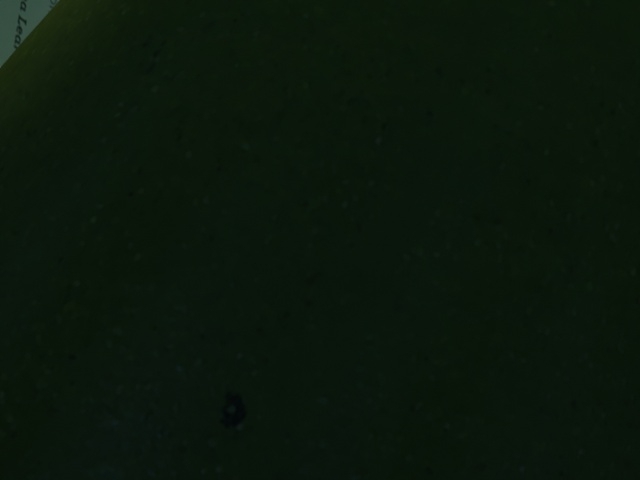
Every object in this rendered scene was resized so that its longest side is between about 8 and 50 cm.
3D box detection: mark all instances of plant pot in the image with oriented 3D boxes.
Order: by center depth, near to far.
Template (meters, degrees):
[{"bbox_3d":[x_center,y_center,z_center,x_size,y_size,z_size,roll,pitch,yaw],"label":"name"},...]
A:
[{"bbox_3d":[-0.010,0.037,0.449,0.274,0.294,0.275,25,5,-2],"label":"plant pot"}]

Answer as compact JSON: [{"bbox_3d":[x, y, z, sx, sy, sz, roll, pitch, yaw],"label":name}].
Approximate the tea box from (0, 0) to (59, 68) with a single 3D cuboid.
[{"bbox_3d":[-0.257,-0.154,0.577,0.323,0.329,0.220,3,-9,35],"label":"tea box"}]
